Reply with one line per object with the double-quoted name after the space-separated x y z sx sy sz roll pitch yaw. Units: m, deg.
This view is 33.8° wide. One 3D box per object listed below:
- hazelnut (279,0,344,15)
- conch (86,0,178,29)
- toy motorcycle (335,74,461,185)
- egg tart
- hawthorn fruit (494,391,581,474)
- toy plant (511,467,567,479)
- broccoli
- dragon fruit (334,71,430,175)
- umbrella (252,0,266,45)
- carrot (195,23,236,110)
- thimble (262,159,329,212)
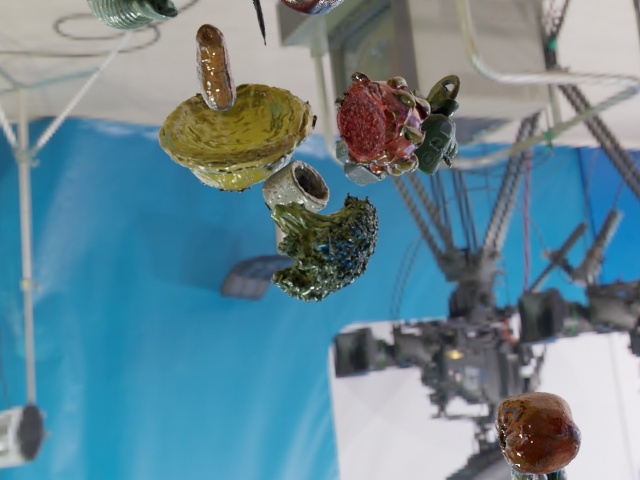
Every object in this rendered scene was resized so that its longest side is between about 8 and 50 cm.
-0.008 -0.496 1.830 0.178 0.204 0.178 27 -169 -6 "hazelnut"
-0.290 -0.389 1.604 0.153 0.102 0.135 -3 145 16 "conch"
0.142 -0.177 1.867 0.125 0.187 0.275 32 139 -31 "toy motorcycle"
-0.169 -0.212 2.218 0.345 0.345 0.132 -6 127 4 "egg tart"
0.314 0.277 1.523 0.128 0.128 0.128 -5 169 -1 "hawthorn fruit"
0.451 0.499 2.161 0.113 0.232 0.243 -12 127 8 "toy plant"
0.000 0.000 1.511 0.154 0.160 0.167 -17 148 -55 "broccoli"
0.102 -0.167 1.622 0.150 0.133 0.207 -43 139 -4 "dragon fruit"
-0.099 -0.378 1.646 0.022 0.148 0.022 -16 -162 2 "umbrella"
-0.169 -0.272 1.657 0.060 0.060 0.186 -6 149 1 "carrot"
-0.051 -0.096 2.112 0.090 0.115 0.102 -32 -165 32 "thimble"
